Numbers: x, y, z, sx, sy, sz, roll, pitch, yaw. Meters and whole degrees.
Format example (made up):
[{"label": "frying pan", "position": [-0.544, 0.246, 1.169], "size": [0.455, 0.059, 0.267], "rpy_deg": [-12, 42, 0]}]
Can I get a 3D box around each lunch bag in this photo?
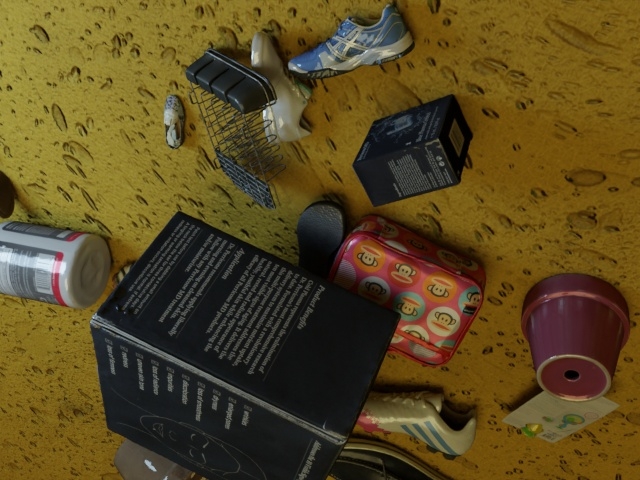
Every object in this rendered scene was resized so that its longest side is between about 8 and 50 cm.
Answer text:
[{"label": "lunch bag", "position": [0.153, 0.114, 1.400], "size": [0.293, 0.120, 0.258], "rpy_deg": [25, 119, 4]}]

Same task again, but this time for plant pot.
[{"label": "plant pot", "position": [0.478, 0.195, 1.334], "size": [0.201, 0.180, 0.201], "rpy_deg": [11, 131, 12]}, {"label": "plant pot", "position": [-0.467, 0.656, 2.047], "size": [0.229, 0.263, 0.263], "rpy_deg": [35, 134, 14]}]

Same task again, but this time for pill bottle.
[{"label": "pill bottle", "position": [-0.671, 0.049, 1.648], "size": [0.319, 0.176, 0.176], "rpy_deg": [9, 130, 14]}]

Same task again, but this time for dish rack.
[{"label": "dish rack", "position": [-0.142, -0.189, 1.270], "size": [0.208, 0.074, 0.271], "rpy_deg": [38, 153, 41]}]

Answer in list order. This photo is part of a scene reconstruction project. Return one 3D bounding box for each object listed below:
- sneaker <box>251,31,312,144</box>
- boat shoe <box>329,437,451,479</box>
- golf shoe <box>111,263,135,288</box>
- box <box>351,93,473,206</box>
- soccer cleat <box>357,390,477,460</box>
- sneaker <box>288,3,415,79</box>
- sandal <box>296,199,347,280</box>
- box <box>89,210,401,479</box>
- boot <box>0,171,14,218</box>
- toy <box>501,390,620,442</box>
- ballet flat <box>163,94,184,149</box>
[{"label": "sneaker", "position": [-0.063, -0.269, 1.239], "size": [0.094, 0.080, 0.212], "rpy_deg": [-5, 133, 9]}, {"label": "boat shoe", "position": [0.209, 0.669, 1.844], "size": [0.500, 0.156, 0.186], "rpy_deg": [28, 134, -1]}, {"label": "golf shoe", "position": [-0.409, 0.134, 1.692], "size": [0.186, 0.067, 0.086], "rpy_deg": [44, 128, -17]}, {"label": "box", "position": [0.156, -0.150, 1.186], "size": [0.158, 0.156, 0.093], "rpy_deg": [-15, 120, 30]}, {"label": "soccer cleat", "position": [0.208, 0.395, 1.662], "size": [0.331, 0.116, 0.143], "rpy_deg": [19, 116, 2]}, {"label": "sneaker", "position": [0.043, -0.320, 1.152], "size": [0.211, 0.080, 0.081], "rpy_deg": [-13, 116, 18]}, {"label": "sandal", "position": [-0.001, 0.000, 1.448], "size": [0.097, 0.054, 0.254], "rpy_deg": [26, 142, 8]}, {"label": "box", "position": [-0.156, 0.269, 1.400], "size": [0.472, 0.297, 0.480], "rpy_deg": [26, 142, 7]}, {"label": "boot", "position": [-0.800, -0.131, 1.622], "size": [0.152, 0.073, 0.197], "rpy_deg": [-10, 111, 26]}, {"label": "toy", "position": [0.516, 0.359, 1.538], "size": [0.137, 0.056, 0.237], "rpy_deg": [25, 137, -5]}, {"label": "ballet flat", "position": [-0.285, -0.224, 1.371], "size": [0.041, 0.041, 0.114], "rpy_deg": [13, 131, 10]}]
